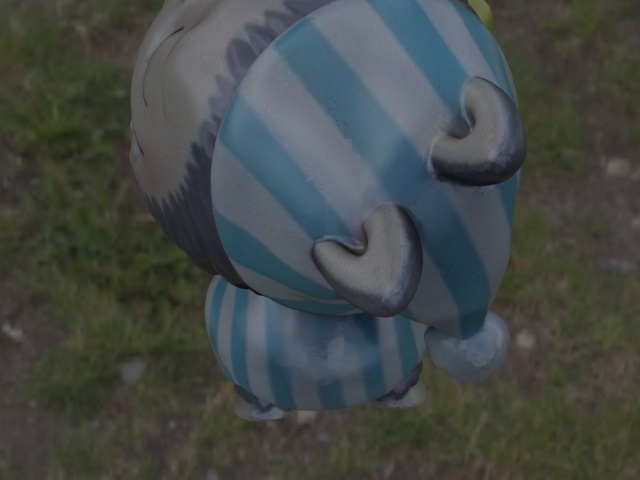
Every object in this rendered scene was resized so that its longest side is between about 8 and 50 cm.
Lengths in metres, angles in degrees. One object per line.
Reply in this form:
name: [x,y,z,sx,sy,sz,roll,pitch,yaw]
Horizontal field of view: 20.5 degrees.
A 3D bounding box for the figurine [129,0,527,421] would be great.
figurine: [0.000,0.000,1.120,0.266,0.361,0.378,-5,19,1]
